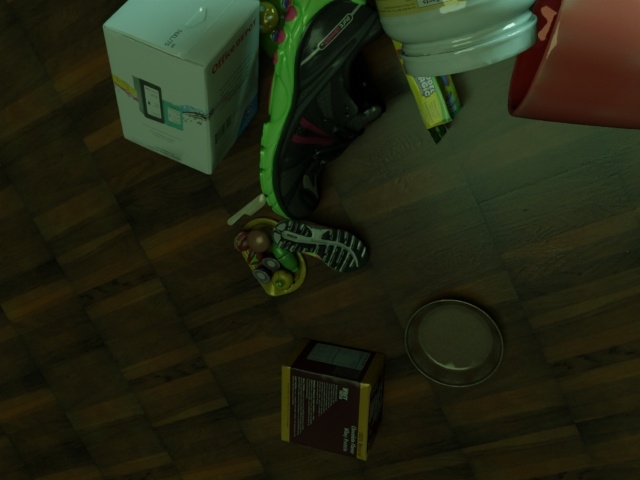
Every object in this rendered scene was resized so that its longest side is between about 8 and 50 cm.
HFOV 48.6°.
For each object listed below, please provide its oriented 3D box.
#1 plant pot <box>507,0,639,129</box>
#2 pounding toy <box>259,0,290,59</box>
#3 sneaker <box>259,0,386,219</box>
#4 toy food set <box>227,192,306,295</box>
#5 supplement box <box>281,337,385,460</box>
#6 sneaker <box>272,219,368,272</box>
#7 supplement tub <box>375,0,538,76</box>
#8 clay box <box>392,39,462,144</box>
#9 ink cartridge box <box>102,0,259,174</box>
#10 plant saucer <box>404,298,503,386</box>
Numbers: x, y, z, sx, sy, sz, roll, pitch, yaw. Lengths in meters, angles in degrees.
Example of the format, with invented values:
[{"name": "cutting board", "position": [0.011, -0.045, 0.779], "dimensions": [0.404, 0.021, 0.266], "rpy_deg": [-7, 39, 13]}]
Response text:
[{"name": "plant pot", "position": [0.448, -0.292, 1.080], "dimensions": [0.243, 0.275, 0.275], "rpy_deg": [16, 115, 3]}, {"name": "pounding toy", "position": [-0.071, -0.427, 1.286], "dimensions": [0.183, 0.110, 0.237], "rpy_deg": [-21, 102, 25]}, {"name": "sneaker", "position": [0.006, -0.209, 1.258], "dimensions": [0.202, 0.185, 0.483], "rpy_deg": [13, 137, 0]}, {"name": "toy food set", "position": [-0.122, 0.026, 1.501], "dimensions": [0.128, 0.071, 0.218], "rpy_deg": [-27, 99, 26]}, {"name": "supplement box", "position": [0.028, 0.340, 1.534], "dimensions": [0.194, 0.129, 0.191], "rpy_deg": [8, 112, 17]}, {"name": "sneaker", "position": [0.000, 0.000, 1.448], "dimensions": [0.208, 0.094, 0.081], "rpy_deg": [22, 96, -12]}, {"name": "supplement tub", "position": [0.181, -0.427, 1.015], "dimensions": [0.241, 0.241, 0.331], "rpy_deg": [-8, 115, 22]}, {"name": "clay box", "position": [0.190, -0.287, 1.236], "dimensions": [0.053, 0.127, 0.222], "rpy_deg": [-19, 103, 25]}, {"name": "ink cartridge box", "position": [-0.239, -0.304, 1.284], "dimensions": [0.197, 0.198, 0.270], "rpy_deg": [23, 146, 9]}, {"name": "plant saucer", "position": [0.273, 0.204, 1.447], "dimensions": [0.198, 0.036, 0.199], "rpy_deg": [7, 112, 18]}]
